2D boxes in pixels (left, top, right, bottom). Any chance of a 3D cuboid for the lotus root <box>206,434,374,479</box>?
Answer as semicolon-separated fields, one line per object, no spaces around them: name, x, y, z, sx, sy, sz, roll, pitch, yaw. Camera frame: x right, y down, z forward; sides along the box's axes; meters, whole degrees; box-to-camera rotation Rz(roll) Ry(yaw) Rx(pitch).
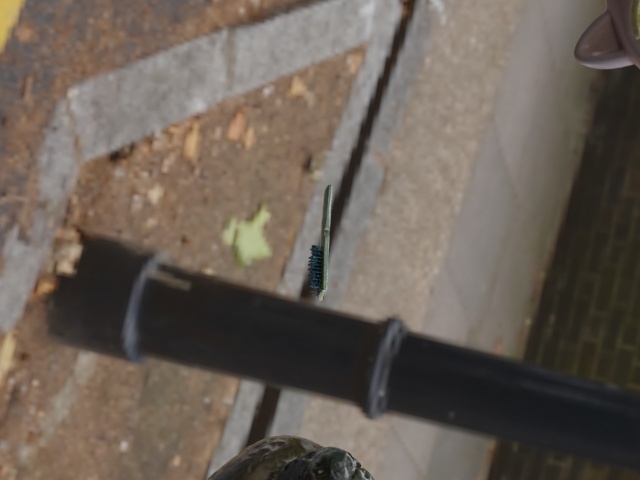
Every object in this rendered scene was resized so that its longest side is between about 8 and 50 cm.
lotus root;-0.032;0.155;0.741;0.192;0.088;0.113;-50;-172;48

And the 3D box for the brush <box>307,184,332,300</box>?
brush;0.000;0.000;0.944;0.016;0.013;0.084;105;-8;-56

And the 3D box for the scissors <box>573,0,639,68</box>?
scissors;0.238;-0.127;0.585;0.024;0.317;0.160;7;86;-45
